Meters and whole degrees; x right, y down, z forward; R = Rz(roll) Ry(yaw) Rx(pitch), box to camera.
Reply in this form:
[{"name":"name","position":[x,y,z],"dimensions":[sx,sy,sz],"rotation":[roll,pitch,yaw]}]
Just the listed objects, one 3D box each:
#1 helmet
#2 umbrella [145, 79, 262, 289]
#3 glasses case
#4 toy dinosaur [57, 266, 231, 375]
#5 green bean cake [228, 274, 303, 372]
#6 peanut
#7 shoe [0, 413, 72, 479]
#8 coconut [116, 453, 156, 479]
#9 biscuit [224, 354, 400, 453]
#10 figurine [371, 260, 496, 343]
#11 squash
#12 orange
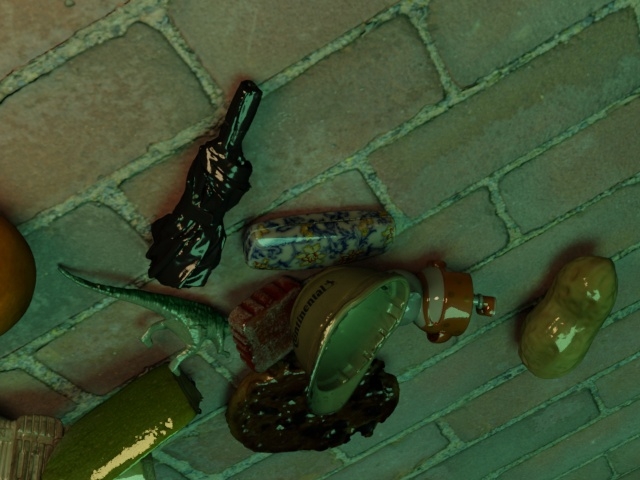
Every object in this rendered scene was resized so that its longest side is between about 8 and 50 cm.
[{"name":"helmet","position":[0.016,0.135,1.480],"dimensions":[0.258,0.137,0.204],"rotation":[-55,150,-4]},{"name":"umbrella","position":[-0.156,-0.072,1.292],"dimensions":[0.118,0.118,0.340],"rotation":[6,125,-30]},{"name":"glasses case","position":[0.000,0.000,1.451],"dimensions":[0.247,0.065,0.087],"rotation":[-5,135,-21]},{"name":"toy dinosaur","position":[-0.254,0.145,1.466],"dimensions":[0.383,0.076,0.129],"rotation":[16,97,-44]},{"name":"green bean cake","position":[-0.084,0.138,1.534],"dimensions":[0.135,0.056,0.136],"rotation":[-37,138,-26]},{"name":"peanut","position":[0.475,0.157,1.781],"dimensions":[0.147,0.148,0.319],"rotation":[-3,137,-22]},{"name":"shoe","position":[-0.573,0.362,1.486],"dimensions":[0.351,0.172,0.198],"rotation":[23,141,-24]},{"name":"coconut","position":[-0.376,0.410,1.646],"dimensions":[0.152,0.147,0.147],"rotation":[-10,137,-13]},{"name":"biscuit","position":[-0.014,0.300,1.748],"dimensions":[0.334,0.081,0.289],"rotation":[7,131,-25]},{"name":"figurine","position":[0.172,0.094,1.598],"dimensions":[0.271,0.143,0.143],"rotation":[22,125,-10]},{"name":"squash","position":[-0.339,0.319,1.521],"dimensions":[0.288,0.203,0.111],"rotation":[-37,94,-5]},{"name":"orange","position":[-0.494,0.045,1.189],"dimensions":[0.240,0.171,0.240],"rotation":[-17,139,-15]}]
